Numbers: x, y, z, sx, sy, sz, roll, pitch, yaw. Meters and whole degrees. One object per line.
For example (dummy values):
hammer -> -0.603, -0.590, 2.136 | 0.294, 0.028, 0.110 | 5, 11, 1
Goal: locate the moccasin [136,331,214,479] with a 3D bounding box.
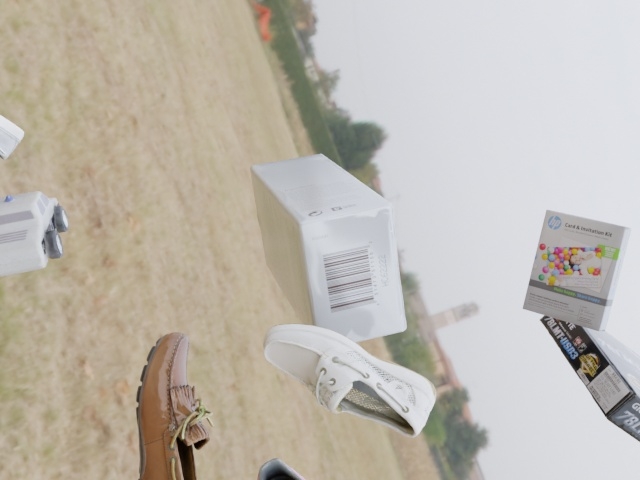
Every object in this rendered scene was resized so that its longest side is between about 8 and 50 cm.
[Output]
moccasin -> -0.254, 0.354, 1.482 | 0.139, 0.147, 0.379 | 67, 20, -65

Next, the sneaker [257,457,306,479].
sneaker -> -0.021, 0.414, 1.105 | 0.319, 0.112, 0.131 | 32, -35, 63

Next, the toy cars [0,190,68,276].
toy cars -> -0.427, 0.015, 0.934 | 0.394, 0.177, 0.087 | -39, 127, -51

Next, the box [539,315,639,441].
box -> 0.576, 0.274, 1.531 | 0.296, 0.073, 0.293 | 34, 20, -24

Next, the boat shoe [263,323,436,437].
boat shoe -> 0.032, 0.210, 1.228 | 0.096, 0.277, 0.098 | -59, 165, -48

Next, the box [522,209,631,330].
box -> 0.450, 0.051, 1.451 | 0.038, 0.145, 0.186 | 7, 98, -54

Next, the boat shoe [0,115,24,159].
boat shoe -> -0.528, -0.178, 1.214 | 0.066, 0.063, 0.184 | 19, -10, 34

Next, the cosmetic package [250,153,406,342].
cosmetic package -> 0.000, 0.000, 1.515 | 0.453, 0.162, 0.230 | -132, -149, -67
